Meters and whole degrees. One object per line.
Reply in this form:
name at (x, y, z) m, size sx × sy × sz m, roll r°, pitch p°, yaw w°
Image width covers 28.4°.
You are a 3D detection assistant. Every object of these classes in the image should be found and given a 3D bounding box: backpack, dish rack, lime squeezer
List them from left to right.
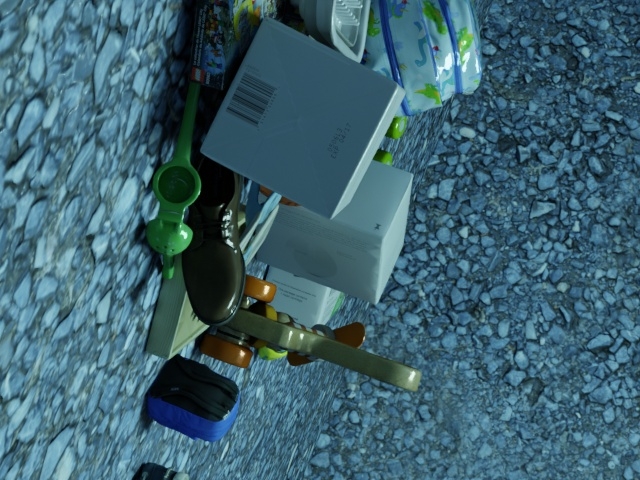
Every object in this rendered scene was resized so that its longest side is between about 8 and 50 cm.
lime squeezer at (-0.167, -0.053, 1.519) m, size 0.110 × 0.059 × 0.310 m, roll -55°, pitch 161°, yaw -54°
backpack at (-0.177, 0.235, 1.827) m, size 0.101 × 0.120 × 0.098 m, roll 98°, pitch 15°, yaw -49°
dish rack at (0.027, -0.410, 1.663) m, size 0.285 × 0.072 × 0.333 m, roll 5°, pitch 93°, yaw -81°
backpack at (0.137, -0.329, 1.956) m, size 0.355 × 0.273 × 0.290 m, roll -44°, pitch 131°, yaw -60°

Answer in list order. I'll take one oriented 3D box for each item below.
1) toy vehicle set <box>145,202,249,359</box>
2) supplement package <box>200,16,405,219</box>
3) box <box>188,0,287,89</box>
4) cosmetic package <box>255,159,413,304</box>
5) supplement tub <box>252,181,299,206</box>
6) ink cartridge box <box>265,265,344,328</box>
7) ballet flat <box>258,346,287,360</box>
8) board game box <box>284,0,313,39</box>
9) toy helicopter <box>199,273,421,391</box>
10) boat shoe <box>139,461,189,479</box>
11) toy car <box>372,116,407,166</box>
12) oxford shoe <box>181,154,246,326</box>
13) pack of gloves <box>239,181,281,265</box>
toy vehicle set at (-0.164, 0.051, 1.790) m, size 0.267 × 0.035 × 0.166 m, roll -40°, pitch 148°, yaw -71°
supplement package at (-0.012, -0.149, 1.559) m, size 0.177 × 0.175 × 0.293 m, roll -63°, pitch 177°, yaw 7°
box at (-0.087, -0.290, 1.483) m, size 0.233 × 0.044 × 0.159 m, roll -57°, pitch 161°, yaw -61°
cosmetic package at (0.018, -0.037, 2.053) m, size 0.225 × 0.224 × 0.138 m, roll 91°, pitch 21°, yaw -62°
supplement tub at (-0.026, -0.154, 1.907) m, size 0.117 × 0.117 × 0.190 m, roll 89°, pitch 22°, yaw -64°
ink cartridge box at (0.000, 0.000, 2.319) m, size 0.211 × 0.121 × 0.289 m, roll -40°, pitch 148°, yaw -71°
ballet flat at (-0.060, 0.148, 2.470) m, size 0.077 × 0.077 × 0.231 m, roll -49°, pitch -173°, yaw 50°
board game box at (-0.050, -0.250, 1.795) m, size 0.141 × 0.048 × 0.170 m, roll 65°, pitch 45°, yaw -73°
toy helicopter at (0.002, 0.171, 1.989) m, size 0.235 × 0.355 × 0.140 m, roll 29°, pitch 80°, yaw -62°
boat shoe at (-0.273, 0.447, 1.845) m, size 0.095 × 0.079 × 0.254 m, roll 77°, pitch 31°, yaw -67°
toy car at (0.036, -0.194, 2.102) m, size 0.149 × 0.155 × 0.188 m, roll -70°, pitch 160°, yaw -2°
oxford shoe at (-0.139, -0.007, 1.585) m, size 0.096 × 0.082 × 0.227 m, roll 80°, pitch 7°, yaw -77°
pack of gloves at (-0.115, -0.002, 1.776) m, size 0.232 × 0.046 × 0.195 m, roll -59°, pitch 177°, yaw -44°
